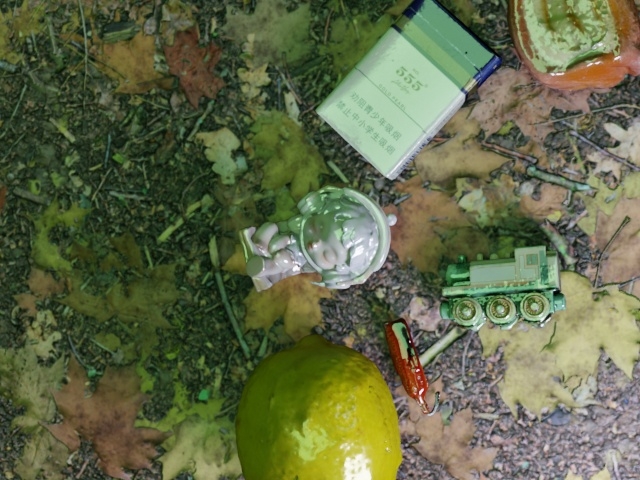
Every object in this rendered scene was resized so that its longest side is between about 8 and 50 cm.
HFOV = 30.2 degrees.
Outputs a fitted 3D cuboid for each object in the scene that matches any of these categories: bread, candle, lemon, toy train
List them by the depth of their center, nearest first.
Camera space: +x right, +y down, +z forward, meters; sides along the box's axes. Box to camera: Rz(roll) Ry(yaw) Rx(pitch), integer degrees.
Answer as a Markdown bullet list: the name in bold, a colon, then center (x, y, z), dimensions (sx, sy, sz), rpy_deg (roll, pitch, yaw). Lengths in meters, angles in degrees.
- **bread**: center (0.375, -0.345, 1.785), dimensions (0.190, 0.123, 0.244), rpy_deg (-19, 83, 13)
- **lemon**: center (-0.004, 0.291, 1.793), dimensions (0.260, 0.260, 0.284), rpy_deg (15, 93, 13)
- **toy train**: center (0.277, 0.075, 1.823), dimensions (0.194, 0.081, 0.125), rpy_deg (-4, 77, 15)
- **candle**: center (0.144, 0.199, 1.869), dimensions (0.053, 0.048, 0.162), rpy_deg (-25, 82, 46)

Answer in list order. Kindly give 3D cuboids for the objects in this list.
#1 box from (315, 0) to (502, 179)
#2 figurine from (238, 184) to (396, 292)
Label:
- **box**: center (0.137, -0.243, 1.861), dimensions (0.168, 0.071, 0.259), rpy_deg (45, 97, 10)
- **figurine**: center (0.001, 0.000, 1.850), dimensions (0.236, 0.141, 0.163), rpy_deg (-12, 91, 12)
